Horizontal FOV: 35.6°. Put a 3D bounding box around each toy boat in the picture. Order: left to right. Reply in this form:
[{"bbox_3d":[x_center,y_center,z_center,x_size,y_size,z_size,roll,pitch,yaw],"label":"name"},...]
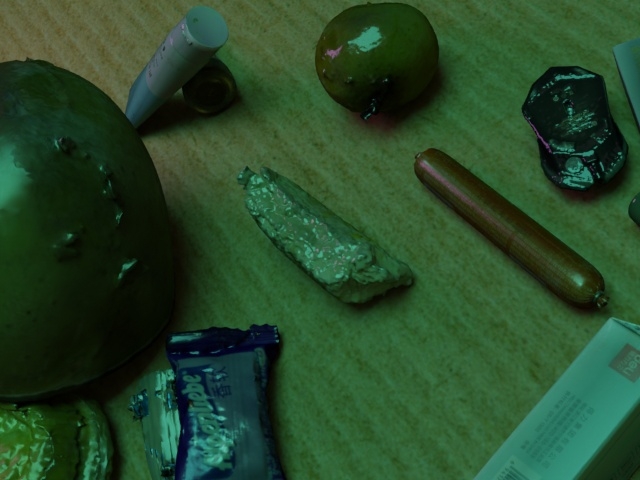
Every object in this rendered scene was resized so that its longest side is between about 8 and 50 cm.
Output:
[{"bbox_3d":[-0.184,0.250,1.217,0.084,0.066,0.210,-19,59,10],"label":"toy boat"}]

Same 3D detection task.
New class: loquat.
[{"bbox_3d":[0.079,-0.262,1.388,0.172,0.149,0.204,-16,40,23],"label":"loquat"}]

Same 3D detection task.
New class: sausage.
[{"bbox_3d":[0.219,-0.021,1.199,0.053,0.053,0.348,-41,48,-4],"label":"sausage"}]

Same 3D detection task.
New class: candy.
[{"bbox_3d":[-0.107,0.214,1.173,0.145,0.070,0.275,-1,53,-11],"label":"candy"}]

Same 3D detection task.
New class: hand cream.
[{"bbox_3d":[-0.240,-0.250,1.532,0.312,0.070,0.111,-31,47,54],"label":"hand cream"},{"bbox_3d":[-0.193,-0.289,1.606,0.084,0.084,0.203,-29,42,7],"label":"hand cream"}]

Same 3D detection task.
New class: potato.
[{"bbox_3d":[-0.396,-0.056,1.296,0.386,0.319,0.442,-15,47,-20],"label":"potato"}]

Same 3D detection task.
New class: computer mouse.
[{"bbox_3d":[0.313,-0.136,1.228,0.106,0.062,0.192,-19,56,14],"label":"computer mouse"}]

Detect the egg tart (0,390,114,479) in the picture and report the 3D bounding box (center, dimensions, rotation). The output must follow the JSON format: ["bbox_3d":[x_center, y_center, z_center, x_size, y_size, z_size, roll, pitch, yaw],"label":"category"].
[{"bbox_3d":[-0.402,0.290,1.273,0.291,0.107,0.290,-14,51,18],"label":"egg tart"}]

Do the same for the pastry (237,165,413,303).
[{"bbox_3d":[0.003,0.000,1.270,0.258,0.121,0.089,41,107,35],"label":"pastry"}]

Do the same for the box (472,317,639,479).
[{"bbox_3d":[0.242,0.213,0.966,0.269,0.135,0.079,-47,52,-9],"label":"box"}]

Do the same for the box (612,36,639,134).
[{"bbox_3d":[0.486,-0.200,1.176,0.243,0.067,0.155,-18,52,16],"label":"box"}]

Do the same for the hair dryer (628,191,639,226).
[{"bbox_3d":[0.429,-0.048,1.123,0.150,0.047,0.071,-29,49,-8],"label":"hair dryer"}]
